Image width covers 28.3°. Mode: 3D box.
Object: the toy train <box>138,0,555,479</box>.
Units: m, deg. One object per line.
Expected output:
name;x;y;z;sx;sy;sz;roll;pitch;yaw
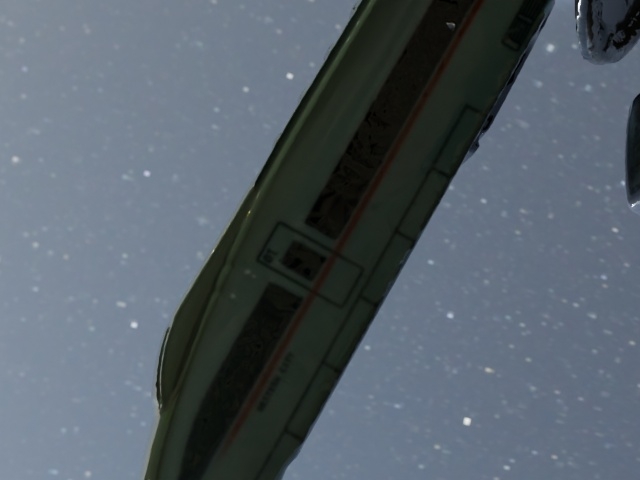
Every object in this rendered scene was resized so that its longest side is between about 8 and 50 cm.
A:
toy train;0.000;0.000;0.609;0.407;0.088;0.086;-60;180;-11

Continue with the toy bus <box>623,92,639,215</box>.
toy bus;0.203;-0.013;0.520;0.075;0.190;0.064;-23;-129;49

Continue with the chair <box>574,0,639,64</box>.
chair;-0.025;-0.243;0.541;0.401;0.226;0.227;23;-86;20
